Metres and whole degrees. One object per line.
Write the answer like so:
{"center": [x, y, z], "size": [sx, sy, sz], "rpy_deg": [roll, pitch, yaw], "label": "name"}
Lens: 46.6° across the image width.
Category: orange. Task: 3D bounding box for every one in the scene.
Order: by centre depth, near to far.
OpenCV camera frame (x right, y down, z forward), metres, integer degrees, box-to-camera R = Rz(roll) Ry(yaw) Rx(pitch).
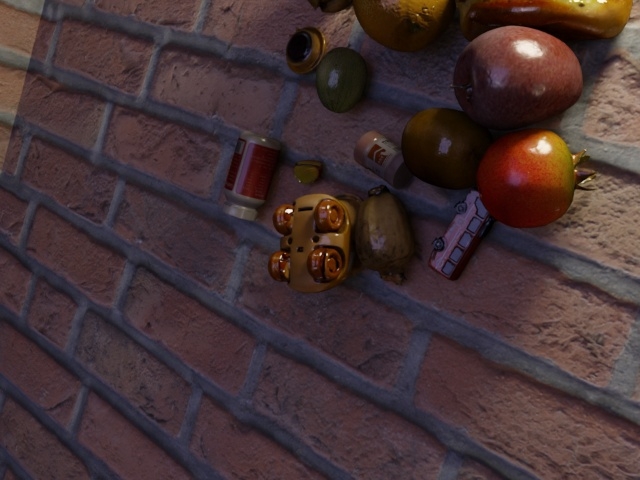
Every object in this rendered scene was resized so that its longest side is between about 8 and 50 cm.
{"center": [0.209, -0.604, 1.836], "size": [0.274, 0.274, 0.274], "rpy_deg": [-5, 82, 38], "label": "orange"}

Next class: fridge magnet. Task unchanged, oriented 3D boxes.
{"center": [-0.046, -0.553, 2.157], "size": [0.143, 0.063, 0.143], "rpy_deg": [-7, 77, 36], "label": "fridge magnet"}

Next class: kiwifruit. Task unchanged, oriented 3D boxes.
{"center": [0.295, -0.220, 1.774], "size": [0.234, 0.196, 0.196], "rpy_deg": [19, 97, 55], "label": "kiwifruit"}

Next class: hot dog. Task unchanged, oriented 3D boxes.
{"center": [0.468, -0.547, 1.657], "size": [0.405, 0.223, 0.185], "rpy_deg": [9, 93, 39], "label": "hot dog"}

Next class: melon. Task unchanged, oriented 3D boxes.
{"center": [0.057, -0.443, 2.019], "size": [0.139, 0.139, 0.192], "rpy_deg": [12, 89, 38], "label": "melon"}

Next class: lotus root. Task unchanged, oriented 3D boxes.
{"center": [0.159, -0.014, 1.895], "size": [0.154, 0.140, 0.257], "rpy_deg": [-18, 72, 28], "label": "lotus root"}

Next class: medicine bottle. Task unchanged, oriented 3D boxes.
{"center": [-0.208, -0.192, 2.203], "size": [0.131, 0.131, 0.250], "rpy_deg": [23, 100, 37], "label": "medicine bottle"}

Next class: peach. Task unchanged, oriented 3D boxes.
{"center": [-0.030, -0.202, 2.115], "size": [0.077, 0.050, 0.083], "rpy_deg": [52, 128, 4], "label": "peach"}

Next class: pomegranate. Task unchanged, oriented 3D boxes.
{"center": [0.472, -0.138, 1.626], "size": [0.257, 0.221, 0.221], "rpy_deg": [-3, 83, 13], "label": "pomegranate"}

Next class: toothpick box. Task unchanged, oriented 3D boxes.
{"center": [0.171, -0.209, 1.930], "size": [0.149, 0.098, 0.098], "rpy_deg": [39, 109, 33], "label": "toothpick box"}

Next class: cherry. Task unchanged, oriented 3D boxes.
{"center": [0.427, -0.348, 1.611], "size": [0.261, 0.307, 0.221], "rpy_deg": [-130, 41, -76], "label": "cherry"}

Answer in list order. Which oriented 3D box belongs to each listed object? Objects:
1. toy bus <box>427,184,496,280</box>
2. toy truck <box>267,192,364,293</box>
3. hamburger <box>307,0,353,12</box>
{"center": [0.348, -0.019, 1.795], "size": [0.096, 0.073, 0.235], "rpy_deg": [39, 109, 24], "label": "toy bus"}
{"center": [0.000, 0.000, 1.973], "size": [0.204, 0.211, 0.288], "rpy_deg": [-4, 79, 38], "label": "toy truck"}
{"center": [0.053, -0.735, 1.992], "size": [0.283, 0.144, 0.259], "rpy_deg": [-103, 35, -62], "label": "hamburger"}
